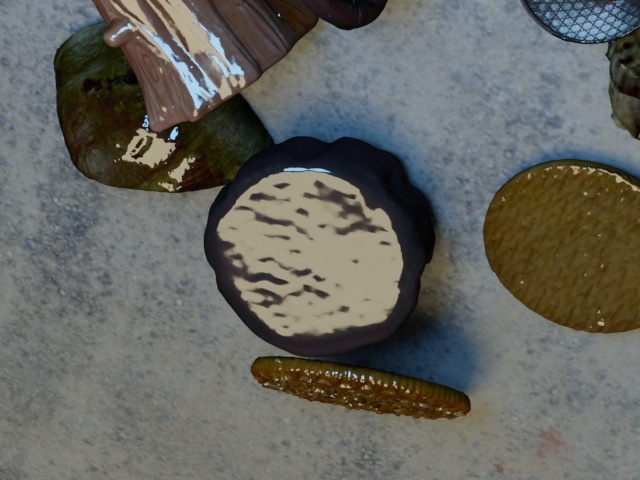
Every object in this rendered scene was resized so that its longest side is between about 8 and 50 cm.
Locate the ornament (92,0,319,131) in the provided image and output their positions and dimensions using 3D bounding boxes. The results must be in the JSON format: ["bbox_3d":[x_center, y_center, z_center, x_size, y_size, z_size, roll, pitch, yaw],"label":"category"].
[{"bbox_3d":[-0.154,-0.279,1.836,0.235,0.221,0.218,-34,107,0],"label":"ornament"}]

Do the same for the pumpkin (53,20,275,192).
[{"bbox_3d":[-0.226,-0.166,1.998,0.312,0.148,0.169,10,136,16],"label":"pumpkin"}]

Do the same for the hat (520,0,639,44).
[{"bbox_3d":[0.301,-0.295,1.653,0.193,0.082,0.193,-1,89,34],"label":"hat"}]

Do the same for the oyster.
[{"bbox_3d":[0.391,-0.188,1.690,0.166,0.094,0.294,18,140,2],"label":"oyster"}]

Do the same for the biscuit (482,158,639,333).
[{"bbox_3d":[0.322,0.006,1.924,0.262,0.037,0.262,15,133,17],"label":"biscuit"}]

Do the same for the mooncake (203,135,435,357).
[{"bbox_3d":[0.000,0.000,1.982,0.283,0.141,0.283,3,117,6],"label":"mooncake"}]

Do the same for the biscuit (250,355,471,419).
[{"bbox_3d":[0.052,0.201,2.118,0.305,0.038,0.305,10,169,2],"label":"biscuit"}]

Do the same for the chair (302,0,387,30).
[{"bbox_3d":[0.111,-0.341,1.601,0.401,0.226,0.226,-10,122,34],"label":"chair"}]
